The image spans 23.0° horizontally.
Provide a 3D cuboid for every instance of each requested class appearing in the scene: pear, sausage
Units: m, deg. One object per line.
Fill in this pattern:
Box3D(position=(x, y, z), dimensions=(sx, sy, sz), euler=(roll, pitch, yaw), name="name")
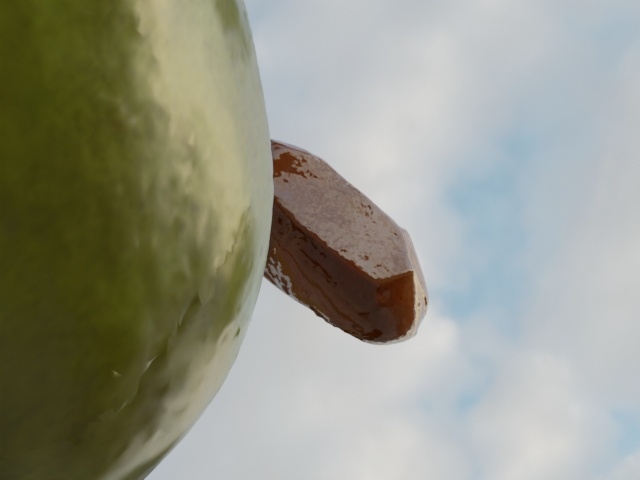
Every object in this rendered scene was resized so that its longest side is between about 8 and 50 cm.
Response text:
Box3D(position=(-0.148, -0.026, 0.477), dimensions=(0.269, 0.269, 0.321), euler=(3, -60, -11), name="pear")
Box3D(position=(0.000, 0.000, 1.043), dimensions=(0.179, 0.089, 0.089), euler=(37, -56, 2), name="sausage")
